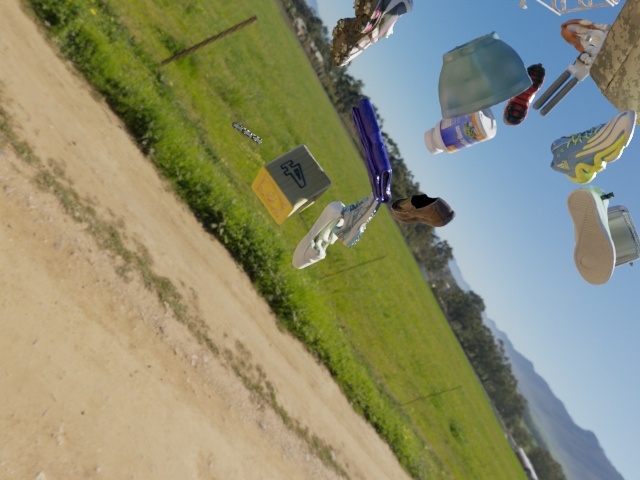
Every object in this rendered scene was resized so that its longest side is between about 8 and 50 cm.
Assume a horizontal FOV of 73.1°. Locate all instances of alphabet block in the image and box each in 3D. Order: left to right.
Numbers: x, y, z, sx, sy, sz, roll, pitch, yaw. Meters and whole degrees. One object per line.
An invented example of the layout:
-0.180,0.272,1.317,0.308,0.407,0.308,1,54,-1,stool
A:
-0.112,-0.208,1.619,0.194,0.197,0.192,53,-27,2,alphabet block

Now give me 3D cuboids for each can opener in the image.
0.921,-0.592,1.612,0.074,0.280,0.093,43,24,8,can opener

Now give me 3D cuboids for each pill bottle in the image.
0.583,-0.461,1.831,0.152,0.271,0.153,13,70,-40,pill bottle

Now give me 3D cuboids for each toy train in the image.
-0.302,-0.440,1.773,0.158,0.027,0.036,27,7,-46,toy train

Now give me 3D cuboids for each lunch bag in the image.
0.867,-0.454,1.076,0.305,0.212,0.256,86,-5,-60,lunch bag

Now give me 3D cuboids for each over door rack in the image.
0.997,-0.983,1.712,0.239,0.323,0.108,21,-63,52,over door rack

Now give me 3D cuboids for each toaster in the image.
0.907,-0.017,1.368,0.129,0.146,0.227,-20,89,-61,toaster

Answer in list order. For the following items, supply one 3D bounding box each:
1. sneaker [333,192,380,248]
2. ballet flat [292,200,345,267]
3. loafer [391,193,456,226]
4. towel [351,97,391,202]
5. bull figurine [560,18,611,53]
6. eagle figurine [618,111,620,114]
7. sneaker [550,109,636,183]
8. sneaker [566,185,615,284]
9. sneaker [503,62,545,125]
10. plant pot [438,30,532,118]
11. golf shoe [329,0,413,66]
0.145,-0.109,1.693,0.122,0.283,0.110,35,18,7,sneaker
0.000,0.000,2.033,0.139,0.400,0.139,31,18,-11,ballet flat
0.433,-0.156,1.886,0.365,0.133,0.130,14,-40,59,loafer
0.173,-0.302,1.485,0.228,0.076,0.309,72,6,-65,towel
1.055,-0.745,1.633,0.310,0.101,0.188,16,22,-13,bull figurine
1.268,-0.453,1.555,0.298,0.225,0.226,48,-9,27,eagle figurine
0.630,-0.223,1.030,0.240,0.126,0.091,86,26,-61,sneaker
0.725,-0.021,1.130,0.151,0.094,0.256,-19,98,-41,sneaker
0.848,-0.605,1.822,0.097,0.276,0.135,25,4,10,sneaker
0.511,-0.551,1.415,0.293,0.292,0.197,-84,150,-68,plant pot
0.108,-0.497,1.039,0.272,0.120,0.106,166,-81,-67,golf shoe
